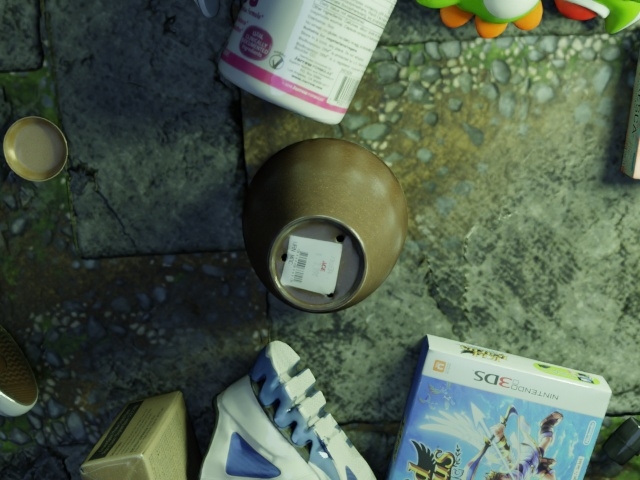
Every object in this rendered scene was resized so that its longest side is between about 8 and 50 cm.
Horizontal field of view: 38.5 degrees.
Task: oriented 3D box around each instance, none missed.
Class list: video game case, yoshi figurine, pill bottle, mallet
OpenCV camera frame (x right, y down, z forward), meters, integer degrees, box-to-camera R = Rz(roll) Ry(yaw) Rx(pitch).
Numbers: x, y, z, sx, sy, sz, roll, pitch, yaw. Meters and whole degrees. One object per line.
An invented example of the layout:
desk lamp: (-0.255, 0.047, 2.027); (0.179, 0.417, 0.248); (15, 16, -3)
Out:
video game case: (0.224, 0.283, 1.220); (0.244, 0.061, 0.269); (14, 103, 0)
yoshi figurine: (0.276, -0.348, 1.017); (0.362, 0.203, 0.202); (-5, 87, 6)
pill bottle: (0.007, -0.291, 1.046); (0.160, 0.160, 0.283); (24, 102, -3)
mallet: (0.458, 0.317, 1.233); (0.062, 0.039, 0.190); (-43, 102, 11)

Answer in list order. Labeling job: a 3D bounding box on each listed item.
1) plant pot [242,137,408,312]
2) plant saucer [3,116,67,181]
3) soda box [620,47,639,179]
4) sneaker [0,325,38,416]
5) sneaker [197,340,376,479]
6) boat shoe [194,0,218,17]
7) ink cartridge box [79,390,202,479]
plant pot: (0.000, 0.000, 1.078); (0.216, 0.230, 0.215); (1, 103, 3)
plant saucer: (-0.363, -0.118, 1.176); (0.084, 0.015, 0.083); (1, 103, 3)
soda box: (0.414, -0.164, 1.110); (0.063, 0.058, 0.183); (5, 104, 2)
sneaker: (-0.502, 0.144, 1.207); (0.290, 0.106, 0.123); (42, 108, 3)
sneaker: (-0.049, 0.308, 1.200); (0.182, 0.127, 0.315); (-32, 80, 18)
boat shoe: (-0.153, -0.318, 1.115); (0.035, 0.035, 0.100); (-7, 108, 32)
ink cartridge box: (-0.210, 0.343, 1.184); (0.088, 0.193, 0.234); (-13, 101, 8)
